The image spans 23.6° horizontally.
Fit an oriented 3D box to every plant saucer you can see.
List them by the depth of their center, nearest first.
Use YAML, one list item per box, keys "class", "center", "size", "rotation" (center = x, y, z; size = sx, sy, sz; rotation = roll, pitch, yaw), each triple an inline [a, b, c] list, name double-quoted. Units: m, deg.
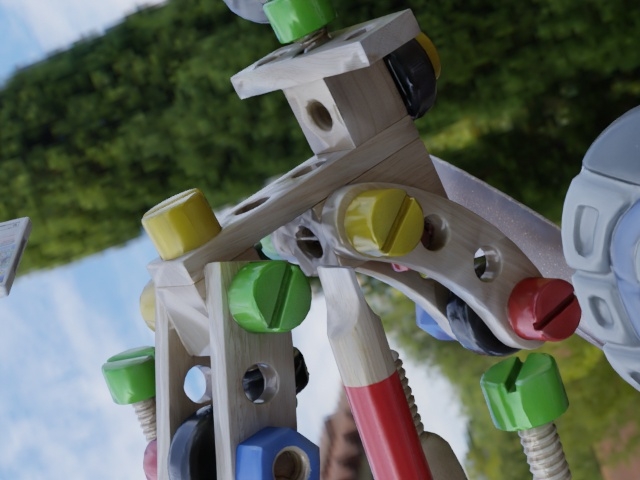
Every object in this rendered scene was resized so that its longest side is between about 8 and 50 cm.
- class: "plant saucer"
  center: [0.187, 0.040, 1.087]
  size: [0.311, 0.050, 0.310]
  rotation: [33, -178, -1]

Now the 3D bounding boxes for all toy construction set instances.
- class: "toy construction set"
  center: [0.000, 0.000, 0.764]
  size: [0.309, 0.257, 0.237]
  rotation: [-138, 28, -74]

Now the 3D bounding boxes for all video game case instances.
- class: "video game case"
  center: [-0.264, 0.020, 1.133]
  size: [0.122, 0.087, 0.011]
  rotation: [-94, -10, -66]

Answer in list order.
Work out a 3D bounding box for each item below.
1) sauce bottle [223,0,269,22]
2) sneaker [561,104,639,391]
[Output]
- class: "sauce bottle"
  center: [-0.032, -0.249, 0.797]
  size: [0.344, 0.111, 0.111]
  rotation: [84, 173, -57]
- class: "sneaker"
  center: [0.174, 0.059, 0.519]
  size: [0.129, 0.111, 0.297]
  rotation: [-49, -47, -42]
